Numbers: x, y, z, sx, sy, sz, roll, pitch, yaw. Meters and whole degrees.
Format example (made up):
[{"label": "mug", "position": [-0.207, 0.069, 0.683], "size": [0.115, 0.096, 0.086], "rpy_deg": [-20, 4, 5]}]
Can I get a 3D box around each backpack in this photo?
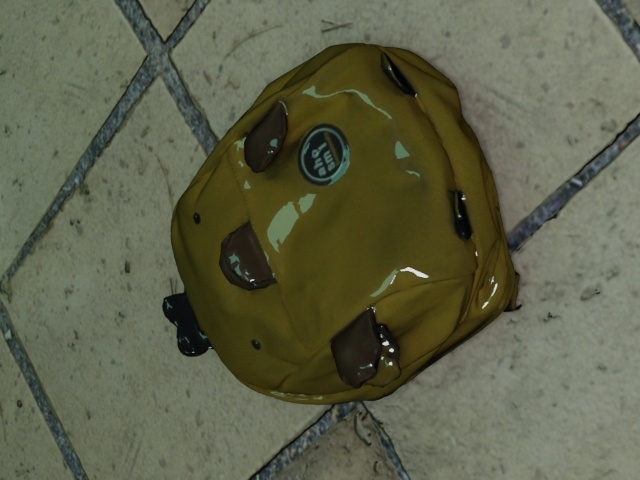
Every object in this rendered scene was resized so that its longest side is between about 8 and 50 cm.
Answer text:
[{"label": "backpack", "position": [0.005, 0.002, 1.322], "size": [0.378, 0.201, 0.353], "rpy_deg": [-41, 63, 35]}]
